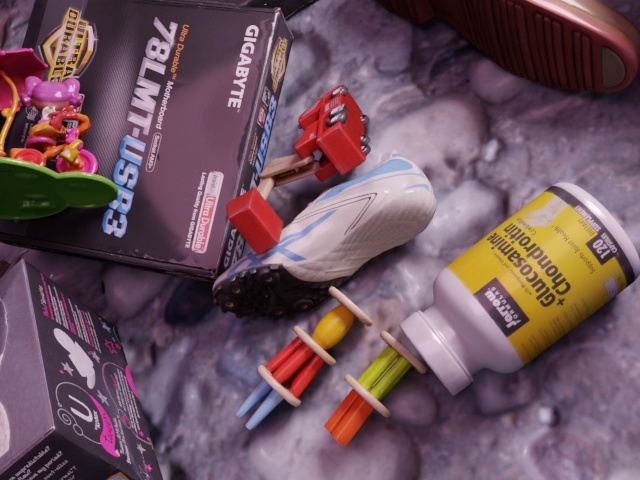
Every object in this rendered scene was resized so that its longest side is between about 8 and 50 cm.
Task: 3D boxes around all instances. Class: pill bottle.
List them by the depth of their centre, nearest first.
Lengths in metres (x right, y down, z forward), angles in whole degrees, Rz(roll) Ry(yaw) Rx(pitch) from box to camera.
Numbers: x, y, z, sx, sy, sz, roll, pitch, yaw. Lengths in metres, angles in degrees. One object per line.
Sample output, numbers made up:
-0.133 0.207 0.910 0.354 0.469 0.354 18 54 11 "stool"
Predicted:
0.160 0.044 0.619 0.184 0.103 0.103 -38 59 2 "pill bottle"

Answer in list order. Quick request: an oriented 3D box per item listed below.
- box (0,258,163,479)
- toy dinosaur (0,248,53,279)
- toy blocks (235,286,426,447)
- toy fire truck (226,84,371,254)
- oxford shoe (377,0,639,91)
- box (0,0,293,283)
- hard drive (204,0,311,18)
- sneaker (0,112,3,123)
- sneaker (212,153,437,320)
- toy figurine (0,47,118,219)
-0.269 0.163 0.674 0.163 0.142 0.247 -39 38 1 "box"
-0.435 0.061 0.865 0.313 0.121 0.160 23 65 34 "toy dinosaur"
0.004 0.132 0.670 0.148 0.054 0.123 -48 58 -4 "toy blocks"
-0.019 -0.077 0.734 0.135 0.047 0.192 -32 23 17 "toy fire truck"
0.183 -0.267 0.745 0.130 0.123 0.348 -46 60 -9 "oxford shoe"
-0.202 -0.119 0.812 0.293 0.073 0.296 10 80 16 "box"
-0.086 -0.370 0.933 0.338 0.064 0.237 -33 59 6 "hard drive"
-0.310 -0.128 0.903 0.209 0.082 0.069 8 68 23 "sneaker"
0.000 0.000 0.723 0.237 0.085 0.086 -30 41 8 "sneaker"
-0.289 -0.118 0.748 0.173 0.130 0.159 -1 68 -8 "toy figurine"
